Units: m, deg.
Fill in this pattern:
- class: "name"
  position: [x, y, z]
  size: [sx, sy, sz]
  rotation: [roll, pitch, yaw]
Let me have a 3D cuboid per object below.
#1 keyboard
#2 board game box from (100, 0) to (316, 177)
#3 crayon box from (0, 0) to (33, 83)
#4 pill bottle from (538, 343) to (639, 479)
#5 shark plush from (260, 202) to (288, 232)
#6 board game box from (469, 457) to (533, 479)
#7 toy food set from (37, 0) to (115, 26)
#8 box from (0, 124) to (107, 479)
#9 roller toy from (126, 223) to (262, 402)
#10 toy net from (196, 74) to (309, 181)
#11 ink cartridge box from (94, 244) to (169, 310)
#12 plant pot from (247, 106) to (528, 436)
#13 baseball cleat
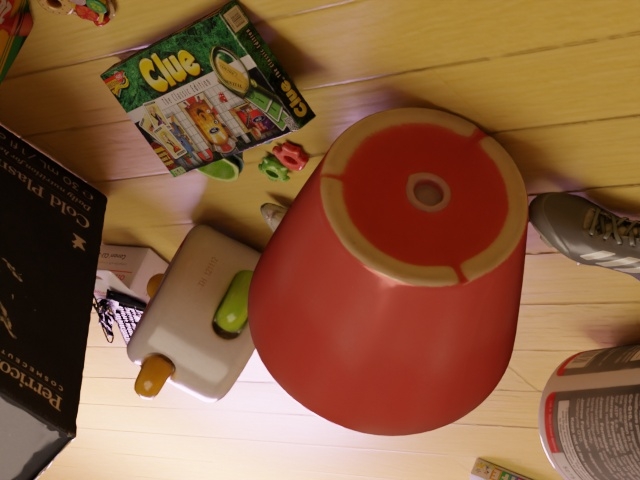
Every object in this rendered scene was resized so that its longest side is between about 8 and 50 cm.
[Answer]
- class: "keyboard"
  position: [-0.257, 0.123, 2.370]
  size: [0.100, 0.038, 0.192]
  rotation: [20, 158, 12]
- class: "board game box"
  position: [-0.116, -0.144, 1.745]
  size: [0.136, 0.030, 0.260]
  rotation: [56, 149, -11]
- class: "crayon box"
  position: [-0.392, -0.149, 1.706]
  size: [0.081, 0.318, 0.202]
  rotation: [22, 158, 8]
- class: "pill bottle"
  position: [0.373, 0.183, 1.844]
  size: [0.161, 0.161, 0.283]
  rotation: [35, 157, -22]
- class: "shark plush"
  position: [0.000, 0.000, 2.020]
  size: [0.161, 0.073, 0.067]
  rotation: [18, -171, -45]
- class: "board game box"
  position: [0.266, 0.367, 2.552]
  size: [0.103, 0.026, 0.154]
  rotation: [21, 158, 12]
- class: "toy food set"
  position: [-0.241, -0.239, 1.741]
  size: [0.083, 0.020, 0.082]
  rotation: [26, 158, 0]
- class: "box"
  position: [-0.524, 0.038, 1.988]
  size: [0.480, 0.471, 0.297]
  rotation: [35, 118, -23]
- class: "roller toy"
  position: [-0.144, 0.086, 2.135]
  size: [0.146, 0.191, 0.209]
  rotation: [29, 113, -5]
- class: "toy net"
  position: [-0.063, -0.108, 1.812]
  size: [0.122, 0.045, 0.232]
  rotation: [29, 158, -7]
- class: "ink cartridge box"
  position: [-0.240, 0.064, 2.360]
  size: [0.115, 0.067, 0.198]
  rotation: [3, 150, 43]
- class: "plant pot"
  position: [0.079, 0.017, 1.696]
  size: [0.275, 0.275, 0.243]
  rotation: [23, 148, 5]
- class: "baseball cleat"
  position: [0.300, -0.005, 1.650]
  size: [0.206, 0.072, 0.109]
  rotation: [26, 142, -7]
